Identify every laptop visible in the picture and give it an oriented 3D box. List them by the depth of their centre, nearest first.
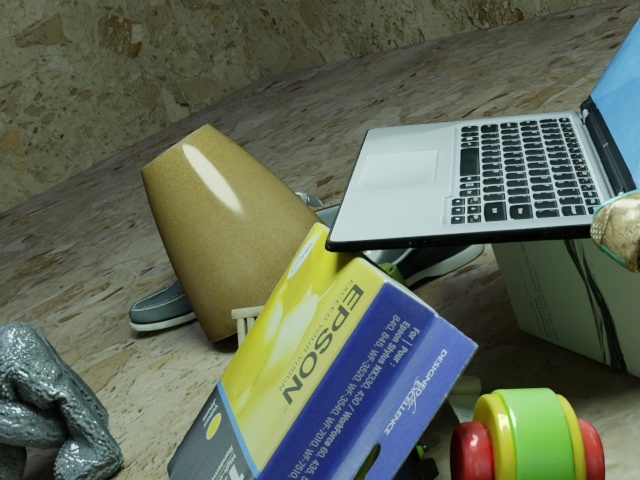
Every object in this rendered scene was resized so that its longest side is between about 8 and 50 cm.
[{"bbox_3d":[0.216,-0.174,0.964,0.407,0.236,0.382,-4,20,10],"label":"laptop"}]

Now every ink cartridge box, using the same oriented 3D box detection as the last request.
[{"bbox_3d":[-0.024,0.154,0.871,0.304,0.072,0.307,-57,17,3],"label":"ink cartridge box"},{"bbox_3d":[0.386,0.000,0.940,0.285,0.166,0.395,-28,18,-18],"label":"ink cartridge box"}]

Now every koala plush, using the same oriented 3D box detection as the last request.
[{"bbox_3d":[-0.384,0.229,1.162,0.221,0.203,0.196,-37,19,-9],"label":"koala plush"}]

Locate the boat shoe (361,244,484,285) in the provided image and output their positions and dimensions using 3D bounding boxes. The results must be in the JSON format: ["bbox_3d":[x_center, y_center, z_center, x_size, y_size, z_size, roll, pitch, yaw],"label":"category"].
[{"bbox_3d":[0.082,0.029,1.338,0.302,0.091,0.114,-29,19,-24],"label":"boat shoe"}]

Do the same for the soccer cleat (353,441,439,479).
[{"bbox_3d":[0.040,0.206,0.862,0.121,0.093,0.289,-28,17,0],"label":"soccer cleat"}]

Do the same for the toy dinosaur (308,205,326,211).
[{"bbox_3d":[0.029,-0.027,1.586,0.211,0.112,0.064,12,-48,-45],"label":"toy dinosaur"}]

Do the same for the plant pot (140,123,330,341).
[{"bbox_3d":[-0.134,-0.028,1.400,0.237,0.254,0.237,-35,6,4],"label":"plant pot"}]

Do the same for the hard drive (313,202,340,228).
[{"bbox_3d":[0.000,0.000,1.515,0.135,0.094,0.022,-16,17,17],"label":"hard drive"}]

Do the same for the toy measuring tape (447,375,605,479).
[{"bbox_3d":[0.154,0.152,0.824,0.121,0.121,0.330,-21,18,2],"label":"toy measuring tape"}]

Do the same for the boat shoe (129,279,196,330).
[{"bbox_3d":[-0.167,0.043,1.573,0.319,0.099,0.116,-24,18,-9],"label":"boat shoe"}]

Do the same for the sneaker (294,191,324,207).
[{"bbox_3d":[-0.123,-0.009,1.720,0.297,0.111,0.129,-13,3,14],"label":"sneaker"}]

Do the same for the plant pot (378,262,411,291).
[{"bbox_3d":[0.083,0.073,1.225,0.083,0.079,0.083,-19,17,6],"label":"plant pot"}]

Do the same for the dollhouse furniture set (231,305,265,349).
[{"bbox_3d":[0.006,0.138,1.112,0.128,0.129,0.183,-9,-11,26],"label":"dollhouse furniture set"}]

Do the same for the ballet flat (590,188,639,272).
[{"bbox_3d":[0.314,-0.027,0.759,0.206,0.073,0.067,-25,46,5],"label":"ballet flat"}]
